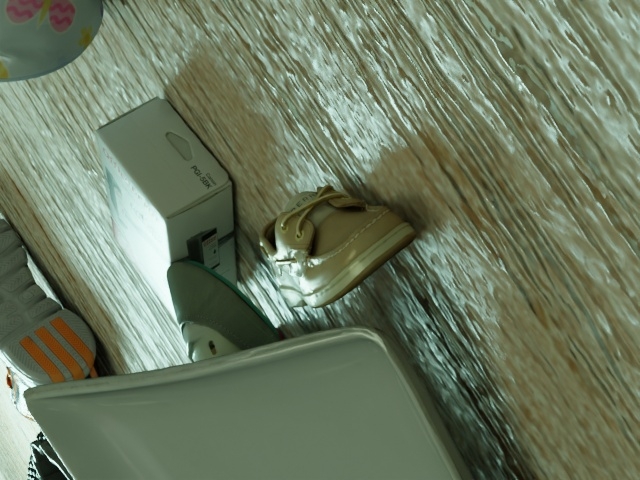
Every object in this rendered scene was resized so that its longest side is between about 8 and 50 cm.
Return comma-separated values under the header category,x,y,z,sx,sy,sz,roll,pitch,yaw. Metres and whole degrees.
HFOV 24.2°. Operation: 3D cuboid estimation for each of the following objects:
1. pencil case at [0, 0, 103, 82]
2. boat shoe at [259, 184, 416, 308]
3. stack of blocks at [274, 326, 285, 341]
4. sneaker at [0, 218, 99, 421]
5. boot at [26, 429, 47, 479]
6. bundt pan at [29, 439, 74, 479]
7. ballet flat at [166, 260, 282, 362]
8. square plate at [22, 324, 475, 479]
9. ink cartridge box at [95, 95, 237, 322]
category,x,y,z,sx,sy,sz,roll,pitch,yaw
pencil case,-0.225,-0.234,0.966,0.113,0.124,0.273,41,154,40
boat shoe,0.000,0.000,0.840,0.059,0.063,0.170,55,161,-4
stack of blocks,-0.058,0.193,1.199,0.171,0.087,0.297,58,159,5
sneaker,-0.367,0.106,1.756,0.321,0.124,0.180,47,155,31
boot,-0.274,0.324,1.826,0.083,0.161,0.246,11,93,47
bundt pan,-0.180,0.331,1.622,0.331,0.124,0.331,49,157,30
ballet flat,-0.040,0.097,0.996,0.213,0.068,0.072,41,147,13
square plate,0.004,0.206,0.957,0.344,0.049,0.347,-15,113,44
ink cartridge box,-0.109,-0.021,1.077,0.099,0.056,0.135,50,158,28
